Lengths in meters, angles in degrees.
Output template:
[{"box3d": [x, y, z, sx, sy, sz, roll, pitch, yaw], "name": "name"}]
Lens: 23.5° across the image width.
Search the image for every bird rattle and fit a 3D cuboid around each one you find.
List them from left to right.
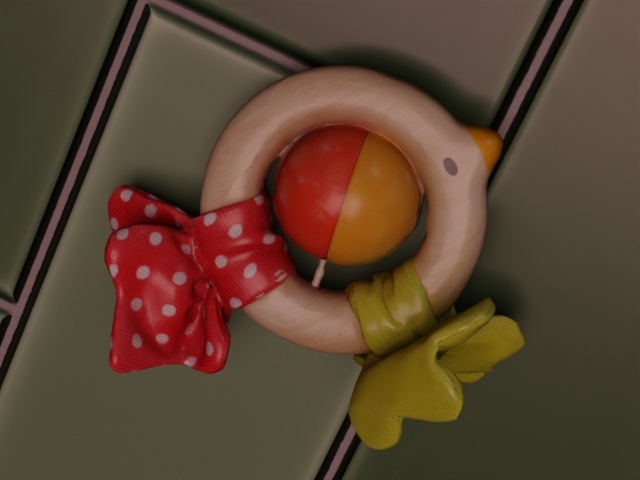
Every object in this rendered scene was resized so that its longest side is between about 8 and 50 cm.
[{"box3d": [0.000, 0.000, 0.886, 0.253, 0.143, 0.207, 22, 99, 16], "name": "bird rattle"}]
